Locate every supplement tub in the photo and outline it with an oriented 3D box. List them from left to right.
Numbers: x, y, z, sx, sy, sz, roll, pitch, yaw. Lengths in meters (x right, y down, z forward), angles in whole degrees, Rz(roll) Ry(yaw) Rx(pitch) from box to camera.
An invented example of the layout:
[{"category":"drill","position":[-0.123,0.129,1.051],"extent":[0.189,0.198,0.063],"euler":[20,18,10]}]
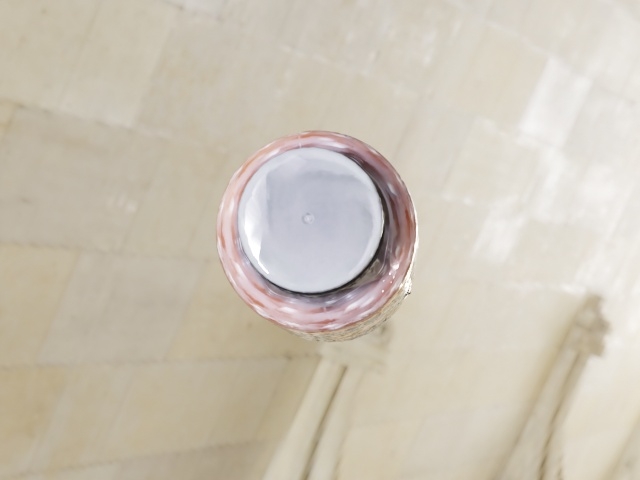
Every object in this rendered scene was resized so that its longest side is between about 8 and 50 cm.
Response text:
[{"category":"supplement tub","position":[0.000,0.000,0.813],"extent":[0.106,0.106,0.198],"euler":[25,176,6]}]
